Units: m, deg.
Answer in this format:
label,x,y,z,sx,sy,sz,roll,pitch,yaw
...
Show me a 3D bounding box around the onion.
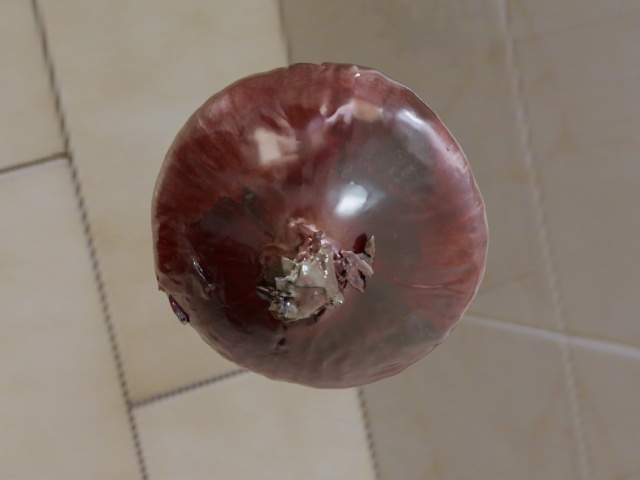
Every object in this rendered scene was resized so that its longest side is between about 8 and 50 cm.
label,x,y,z,sx,sy,sz,roll,pitch,yaw
onion,0.000,0.000,1.764,0.348,0.285,0.347,0,110,1
